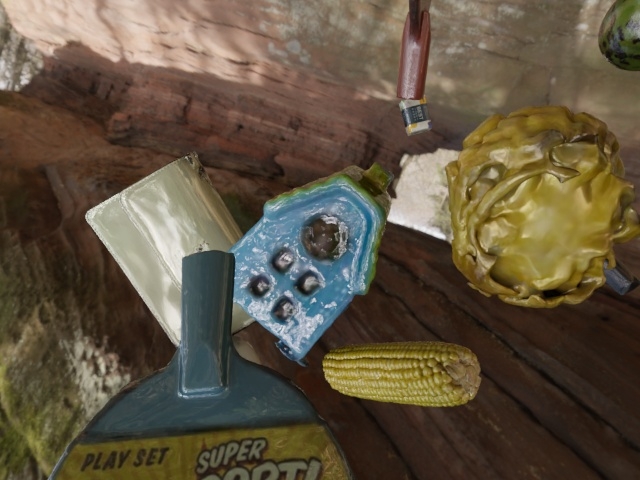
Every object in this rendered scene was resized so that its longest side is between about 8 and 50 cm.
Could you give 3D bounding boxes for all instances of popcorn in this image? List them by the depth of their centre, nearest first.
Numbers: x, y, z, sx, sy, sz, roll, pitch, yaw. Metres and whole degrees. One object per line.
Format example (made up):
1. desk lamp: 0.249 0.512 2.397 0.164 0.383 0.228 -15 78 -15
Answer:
1. popcorn: 0.269 -0.038 0.552 0.250 0.250 0.190 18 -163 -25

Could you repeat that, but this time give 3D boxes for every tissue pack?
1. tissue pack: 0.232 -0.304 1.094 0.062 0.083 0.042 -14 -178 1

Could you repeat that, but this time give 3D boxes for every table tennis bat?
1. table tennis bat: -0.080 0.161 0.303 0.215 0.329 0.044 -2 154 -6
2. table tennis bat: 0.126 -0.335 0.547 0.038 0.310 0.200 9 -155 15

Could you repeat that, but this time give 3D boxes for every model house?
1. model house: 0.000 0.000 0.730 0.215 0.303 0.237 39 -165 0

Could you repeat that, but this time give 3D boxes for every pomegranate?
1. pomegranate: 0.425 -0.294 0.573 0.122 0.161 0.122 1 179 0

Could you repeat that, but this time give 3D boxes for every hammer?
1. hammer: 0.399 -0.022 0.753 0.290 0.037 0.137 49 173 18

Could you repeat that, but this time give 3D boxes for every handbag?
1. handbag: -0.270 0.028 0.935 0.358 0.236 0.160 60 -171 -14

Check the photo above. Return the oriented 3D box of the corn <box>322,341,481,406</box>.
1. corn: 0.100 0.181 0.616 0.081 0.081 0.248 17 158 -35

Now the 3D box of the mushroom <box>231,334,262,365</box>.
1. mushroom: -0.273 0.373 0.891 0.313 0.397 0.224 5 173 21
